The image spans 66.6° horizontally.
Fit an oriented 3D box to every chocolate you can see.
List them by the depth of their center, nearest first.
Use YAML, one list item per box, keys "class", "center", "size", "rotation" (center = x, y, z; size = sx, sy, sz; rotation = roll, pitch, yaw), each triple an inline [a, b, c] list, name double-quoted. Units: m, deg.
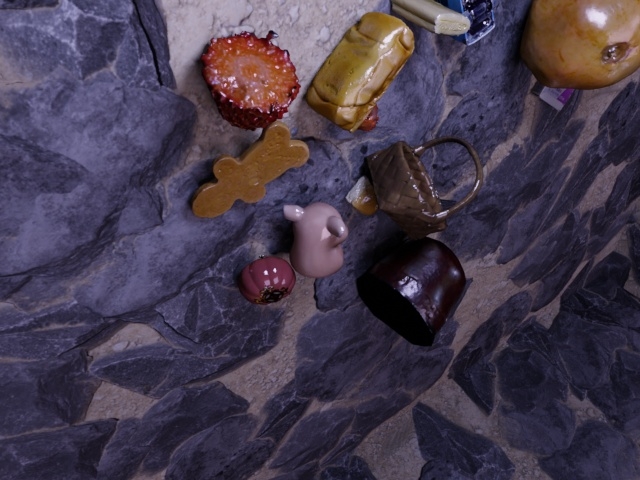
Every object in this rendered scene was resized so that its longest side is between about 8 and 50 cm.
- class: "chocolate"
  center: [0.374, 0.159, 1.881]
  size: [0.331, 0.384, 0.383]
  rotation: [-44, 143, -23]

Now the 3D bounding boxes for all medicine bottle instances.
- class: "medicine bottle"
  center: [0.911, -0.607, 1.870]
  size: [0.201, 0.052, 0.171]
  rotation: [8, 119, -42]

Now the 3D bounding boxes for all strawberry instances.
- class: "strawberry"
  center: [-0.168, -0.343, 1.113]
  size: [0.234, 0.234, 0.178]
  rotation: [-20, 164, -27]
- class: "strawberry"
  center: [0.122, -0.369, 1.404]
  size: [0.152, 0.048, 0.104]
  rotation: [12, 112, -49]

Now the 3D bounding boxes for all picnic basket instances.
- class: "picnic basket"
  center: [0.350, -0.187, 1.529]
  size: [0.337, 0.293, 0.337]
  rotation: [-8, 150, -5]

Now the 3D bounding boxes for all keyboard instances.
- class: "keyboard"
  center: [0.487, -0.140, 1.944]
  size: [0.155, 0.010, 0.053]
  rotation: [0, 125, -41]

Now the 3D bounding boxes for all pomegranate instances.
- class: "pomegranate"
  center: [0.837, -0.673, 1.513]
  size: [0.411, 0.411, 0.411]
  rotation: [-23, 136, -24]

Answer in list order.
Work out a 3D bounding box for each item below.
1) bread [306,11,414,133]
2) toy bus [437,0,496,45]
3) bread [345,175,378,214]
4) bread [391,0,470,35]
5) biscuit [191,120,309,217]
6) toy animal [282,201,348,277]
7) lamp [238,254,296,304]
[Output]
- class: "bread"
  center: [0.102, -0.428, 1.239]
  size: [0.132, 0.167, 0.294]
  rotation: [25, 106, -49]
- class: "toy bus"
  center: [0.380, -0.660, 1.302]
  size: [0.116, 0.133, 0.234]
  rotation: [-37, 135, -9]
- class: "bread"
  center: [0.154, -0.139, 1.603]
  size: [0.106, 0.082, 0.125]
  rotation: [-54, 143, 1]
- class: "bread"
  center: [0.279, -0.580, 1.251]
  size: [0.139, 0.178, 0.060]
  rotation: [-8, 133, -36]
- class: "biscuit"
  center: [-0.199, -0.178, 1.272]
  size: [0.340, 0.047, 0.216]
  rotation: [-38, 147, 9]
- class: "toy animal"
  center: [0.001, -0.004, 1.507]
  size: [0.213, 0.195, 0.256]
  rotation: [-49, 150, -55]
- class: "lamp"
  center: [-0.169, 0.119, 1.520]
  size: [0.182, 0.140, 0.182]
  rotation: [-15, 146, -11]
